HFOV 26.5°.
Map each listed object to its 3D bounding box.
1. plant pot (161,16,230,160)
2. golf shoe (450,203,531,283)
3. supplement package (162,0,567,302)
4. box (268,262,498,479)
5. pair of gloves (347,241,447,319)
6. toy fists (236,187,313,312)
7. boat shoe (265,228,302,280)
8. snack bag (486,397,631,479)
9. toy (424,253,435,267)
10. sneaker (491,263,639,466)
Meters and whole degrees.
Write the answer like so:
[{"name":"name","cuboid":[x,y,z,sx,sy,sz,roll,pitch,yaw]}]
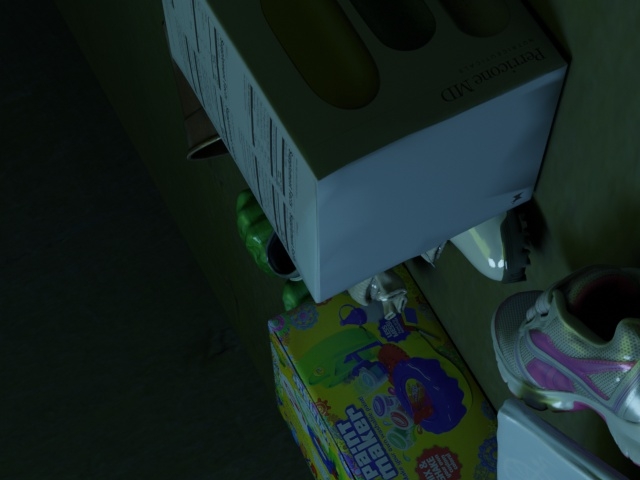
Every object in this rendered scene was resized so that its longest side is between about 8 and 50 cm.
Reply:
[{"name":"plant pot","cuboid":[-0.102,-0.197,1.582,0.167,0.167,0.165,144,108,-78]},{"name":"golf shoe","cuboid":[0.077,-0.058,1.159,0.273,0.120,0.105,56,165,28]},{"name":"supplement package","cuboid":[0.022,-0.137,1.023,0.263,0.199,0.198,59,167,24]},{"name":"box","cuboid":[0.082,0.228,1.597,0.290,0.177,0.279,60,168,23]},{"name":"pair of gloves","cuboid":[0.044,-0.033,1.418,0.204,0.042,0.240,60,155,18]},{"name":"toy fists","cuboid":[-0.031,0.046,1.926,0.279,0.096,0.142,60,178,14]},{"name":"boat shoe","cuboid":[0.000,0.000,1.662,0.319,0.099,0.116,153,94,-77]},{"name":"snack bag","cuboid":[0.261,0.280,1.048,0.323,0.037,0.343,34,154,30]},{"name":"toy","cuboid":[0.042,-0.091,1.270,0.237,0.056,0.137,51,-175,19]},{"name":"sneaker","cuboid":[0.198,0.064,0.957,0.252,0.103,0.111,22,133,64]}]
